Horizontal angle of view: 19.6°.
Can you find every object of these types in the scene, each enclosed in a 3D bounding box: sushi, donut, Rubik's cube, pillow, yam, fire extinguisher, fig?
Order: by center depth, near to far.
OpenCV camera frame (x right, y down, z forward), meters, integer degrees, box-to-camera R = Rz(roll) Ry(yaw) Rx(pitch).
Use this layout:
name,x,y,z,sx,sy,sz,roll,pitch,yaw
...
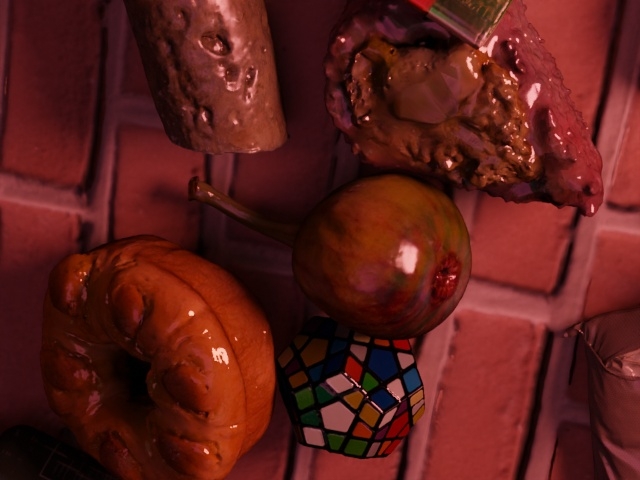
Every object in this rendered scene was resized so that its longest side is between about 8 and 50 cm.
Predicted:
name,x,y,z,sx,sy,sz,roll,pitch,yaw
sushi,0.102,-0.101,1.438,0.161,0.107,0.241,-27,105,26
yam,-0.092,-0.157,1.458,0.107,0.107,0.194,-7,113,16
fig,0.000,0.000,1.504,0.245,0.149,0.149,17,119,30
pillow,0.294,0.172,1.538,0.169,0.059,0.255,-5,112,12
donut,-0.138,0.103,1.551,0.227,0.114,0.226,16,119,32
Rubik's cube,0.025,0.122,1.551,0.133,0.133,0.112,39,143,-6
fire extinguisher,-0.217,0.246,1.677,0.311,0.114,0.095,27,73,-1

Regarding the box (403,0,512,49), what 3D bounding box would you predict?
name,x,y,z,sx,sy,sz,roll,pitch,yaw
box,0.126,-0.271,1.342,0.132,0.034,0.235,33,92,-3
